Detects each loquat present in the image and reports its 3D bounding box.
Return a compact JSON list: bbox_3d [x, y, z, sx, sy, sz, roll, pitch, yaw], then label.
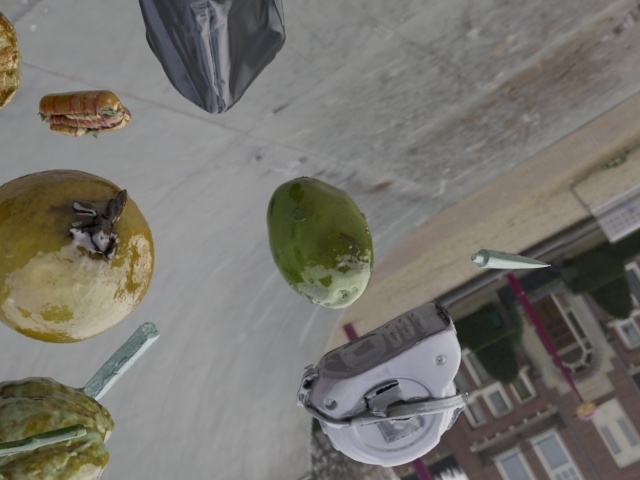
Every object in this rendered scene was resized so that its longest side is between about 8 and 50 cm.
[{"bbox_3d":[-0.323,0.015,0.945,0.244,0.244,0.244,-27,168,-6],"label":"loquat"}]

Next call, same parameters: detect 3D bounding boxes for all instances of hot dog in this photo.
[{"bbox_3d":[-0.505,-0.260,1.563,0.250,0.076,0.104,3,142,30],"label":"hot dog"}]

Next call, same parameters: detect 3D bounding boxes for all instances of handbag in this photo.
[{"bbox_3d":[-0.191,-0.399,1.315,0.275,0.178,0.302,91,21,-46],"label":"handbag"}]

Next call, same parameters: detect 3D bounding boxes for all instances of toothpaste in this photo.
[{"bbox_3d":[0.408,0.045,1.619,0.218,0.041,0.064,6,178,-35],"label":"toothpaste"}]

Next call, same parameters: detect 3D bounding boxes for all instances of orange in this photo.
[{"bbox_3d":[-0.487,0.340,1.214,0.271,0.210,0.369,-23,-162,-7],"label":"orange"}]

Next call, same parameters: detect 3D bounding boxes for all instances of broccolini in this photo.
[{"bbox_3d":[-0.393,0.252,0.892,0.239,0.051,0.054,1,167,-45],"label":"broccolini"}]

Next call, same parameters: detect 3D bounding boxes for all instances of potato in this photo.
[{"bbox_3d":[0.000,0.000,1.345,0.186,0.253,0.148,-31,169,-4],"label":"potato"}]

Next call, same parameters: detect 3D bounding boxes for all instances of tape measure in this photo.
[{"bbox_3d":[0.095,0.214,1.030,0.236,0.197,0.120,-26,-156,0],"label":"tape measure"}]

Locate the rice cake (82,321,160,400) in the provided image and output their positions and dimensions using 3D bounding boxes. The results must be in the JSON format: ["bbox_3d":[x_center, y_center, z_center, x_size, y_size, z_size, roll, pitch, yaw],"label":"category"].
[{"bbox_3d":[-0.403,0.247,1.482,0.245,0.042,0.045,-45,168,24],"label":"rice cake"}]

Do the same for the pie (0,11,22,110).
[{"bbox_3d":[-0.794,-0.377,1.569,0.315,0.315,0.092,-21,-159,-28],"label":"pie"}]
